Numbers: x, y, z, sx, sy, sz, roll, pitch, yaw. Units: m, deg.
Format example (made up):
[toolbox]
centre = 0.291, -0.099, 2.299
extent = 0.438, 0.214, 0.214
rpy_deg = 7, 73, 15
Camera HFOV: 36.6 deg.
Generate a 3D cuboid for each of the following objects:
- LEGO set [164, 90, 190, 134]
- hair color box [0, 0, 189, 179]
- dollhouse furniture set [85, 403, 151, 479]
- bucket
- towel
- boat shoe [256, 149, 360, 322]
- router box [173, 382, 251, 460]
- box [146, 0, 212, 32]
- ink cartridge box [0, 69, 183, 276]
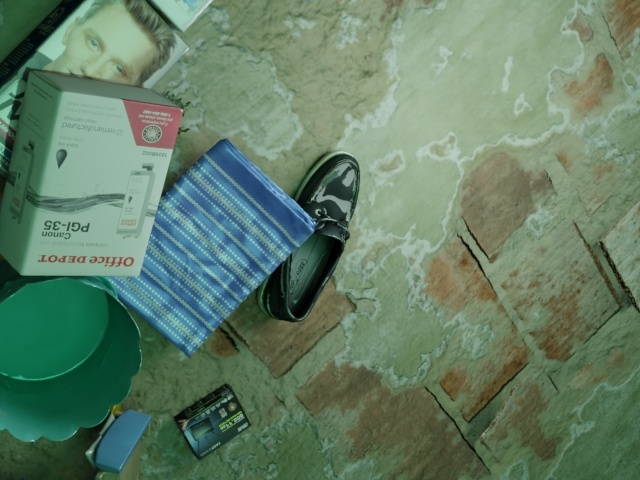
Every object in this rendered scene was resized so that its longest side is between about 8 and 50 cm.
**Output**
[LEGO set]
centre = -0.249, -0.219, 1.640
extent = 0.054, 0.023, 0.083
rpy_deg = -7, 121, -24
[hair color box]
centre = -0.392, -0.243, 1.505
extent = 0.347, 0.105, 0.174
rpy_deg = -49, 122, -7
[dollhouse furniture set]
centre = -0.437, 0.461, 1.685
extent = 0.198, 0.303, 0.286
rpy_deg = 15, 126, 8
[bucket]
centre = -0.435, 0.159, 1.549
extent = 0.281, 0.183, 0.281
rpy_deg = -9, 113, -21
[towel]
centre = -0.198, 0.016, 1.680
extent = 0.336, 0.040, 0.243
rpy_deg = -45, 111, 2
[boat shoe]
centre = -0.004, -0.001, 1.778
extent = 0.127, 0.113, 0.340
rpy_deg = 30, 90, -30
[router box]
centre = -0.203, 0.342, 1.822
extent = 0.122, 0.038, 0.092
rpy_deg = -32, 118, -16
[box]
centre = -0.266, -0.437, 1.506
extent = 0.103, 0.114, 0.203
rpy_deg = -48, 120, -5
[ink cartridge box]
centre = -0.348, -0.092, 1.448
extent = 0.207, 0.117, 0.283
rpy_deg = 2, 112, -41
